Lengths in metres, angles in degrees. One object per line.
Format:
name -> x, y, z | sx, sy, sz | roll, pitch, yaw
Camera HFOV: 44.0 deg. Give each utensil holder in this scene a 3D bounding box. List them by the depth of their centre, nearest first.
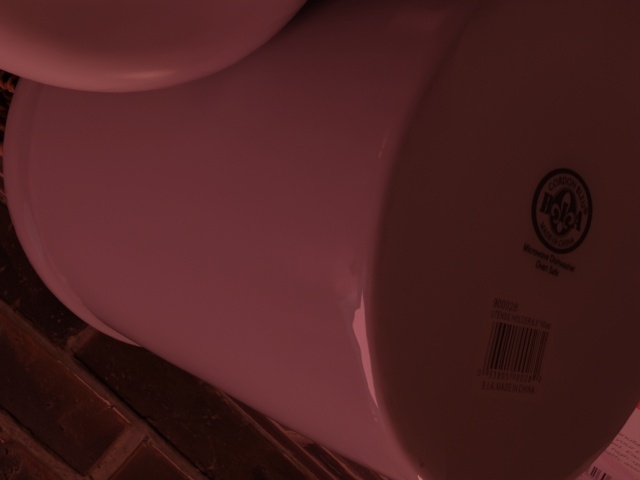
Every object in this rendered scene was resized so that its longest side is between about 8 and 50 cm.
utensil holder -> 0.010, -0.036, 0.554 | 0.385, 0.327, 0.327 | 14, 146, 48

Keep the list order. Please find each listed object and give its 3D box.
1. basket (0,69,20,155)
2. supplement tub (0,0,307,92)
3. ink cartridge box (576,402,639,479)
basket -> -0.324, -0.230, 0.887 | 0.299, 0.223, 0.213 | 29, 156, 31
supplement tub -> -0.136, -0.238, 0.427 | 0.235, 0.235, 0.325 | 58, 176, -37
ink cartridge box -> 0.309, 0.153, 0.672 | 0.226, 0.131, 0.306 | 31, 156, 24
